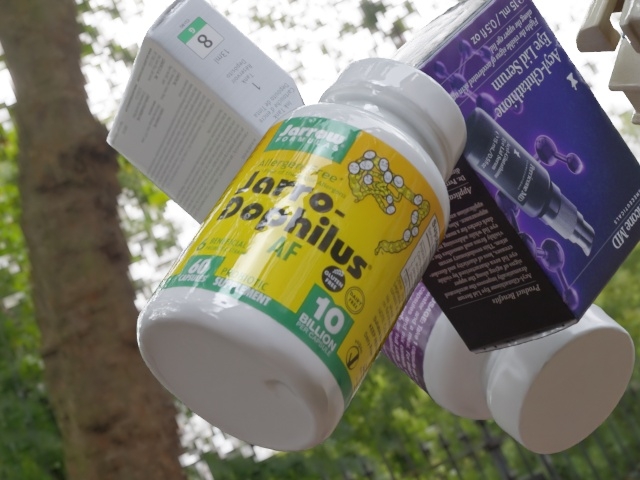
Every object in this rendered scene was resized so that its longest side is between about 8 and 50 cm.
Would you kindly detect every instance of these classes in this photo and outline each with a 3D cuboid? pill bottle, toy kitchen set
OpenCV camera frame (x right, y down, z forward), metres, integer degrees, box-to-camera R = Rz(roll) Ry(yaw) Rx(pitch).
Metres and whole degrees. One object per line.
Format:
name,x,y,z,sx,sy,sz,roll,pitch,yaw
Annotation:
pill bottle,0.000,0.000,0.760,0.208,0.117,0.117,-57,1,-32
pill bottle,0.125,0.050,1.216,0.169,0.301,0.169,-20,-50,-26
toy kitchen set,0.366,-0.197,1.288,0.207,0.122,0.166,6,-28,44

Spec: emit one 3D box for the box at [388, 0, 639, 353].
box,0.122,-0.051,0.980,0.108,0.207,0.153,-24,17,49

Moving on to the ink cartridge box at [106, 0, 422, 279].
ink cartridge box,-0.034,-0.040,0.922,0.056,0.225,0.181,-51,1,-24
